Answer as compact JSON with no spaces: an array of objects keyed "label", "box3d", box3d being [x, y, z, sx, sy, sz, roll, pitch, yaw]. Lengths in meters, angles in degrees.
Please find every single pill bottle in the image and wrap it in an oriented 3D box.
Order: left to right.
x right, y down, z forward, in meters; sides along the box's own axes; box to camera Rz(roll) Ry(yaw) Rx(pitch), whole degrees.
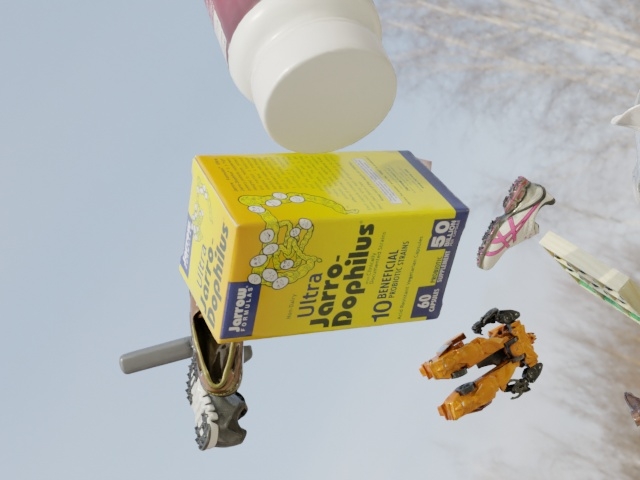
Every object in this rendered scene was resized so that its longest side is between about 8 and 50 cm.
[{"label":"pill bottle","box3d":[-0.044,-0.325,1.381,0.224,0.392,0.224,-14,-37,-11]}]

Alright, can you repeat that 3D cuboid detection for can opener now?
[{"label":"can opener","box3d":[-0.289,0.247,2.074,0.074,0.280,0.093,72,-173,-86]}]

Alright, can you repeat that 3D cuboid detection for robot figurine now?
[{"label":"robot figurine","box3d":[0.375,0.281,2.213,0.291,0.211,0.085,-25,3,-26]}]

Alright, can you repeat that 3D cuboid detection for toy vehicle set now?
[{"label":"toy vehicle set","box3d":[0.560,0.082,1.917,0.166,0.267,0.035,40,-88,-29]}]

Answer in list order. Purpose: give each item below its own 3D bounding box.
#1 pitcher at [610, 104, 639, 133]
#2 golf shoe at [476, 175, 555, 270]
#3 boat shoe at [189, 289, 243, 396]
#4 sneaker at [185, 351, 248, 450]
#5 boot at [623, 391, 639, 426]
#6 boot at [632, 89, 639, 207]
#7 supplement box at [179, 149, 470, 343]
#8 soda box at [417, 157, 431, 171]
[{"label":"pitcher","box3d":[0.454,-0.093,1.082,0.177,0.207,0.125,-31,-2,6]},{"label":"golf shoe","box3d":[0.341,-0.017,1.708,0.186,0.086,0.067,-62,0,24]},{"label":"boat shoe","box3d":[-0.187,0.132,1.788,0.104,0.110,0.307,84,177,-75]},{"label":"sneaker","box3d":[-0.194,0.304,1.846,0.106,0.234,0.078,11,-53,-25]},{"label":"boot","box3d":[0.594,0.276,1.687,0.037,0.114,0.106,59,-166,-17]},{"label":"boot","box3d":[0.661,-0.190,1.939,0.123,0.095,0.258,81,-163,-72]},{"label":"supplement box","box3d":[0.000,0.000,1.397,0.356,0.195,0.194,-4,-57,-25]},{"label":"soda box","box3d":[0.139,-0.064,1.666,0.183,0.058,0.063,107,174,-52]}]
